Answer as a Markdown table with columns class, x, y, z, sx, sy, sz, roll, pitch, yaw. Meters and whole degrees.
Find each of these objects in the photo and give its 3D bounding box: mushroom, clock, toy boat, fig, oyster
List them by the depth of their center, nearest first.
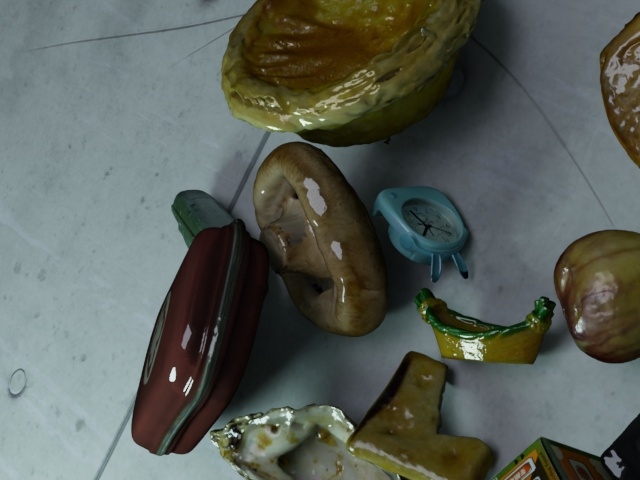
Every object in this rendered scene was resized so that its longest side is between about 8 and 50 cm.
| class | x | y | z | sx | sy | sz | roll | pitch | yaw |
| --- | --- | --- | --- | --- | --- | --- | --- | --- | --- |
| fig | 0.367 | 0.040 | 1.795 | 0.231 | 0.143 | 0.160 | -38 | 33 | 29 |
| toy boat | 0.198 | 0.106 | 1.973 | 0.229 | 0.089 | 0.088 | 1 | 88 | 48 |
| clock | 0.139 | -0.008 | 2.072 | 0.147 | 0.108 | 0.045 | 59 | 139 | 35 |
| oyster | -0.005 | 0.302 | 2.076 | 0.341 | 0.110 | 0.166 | -2 | 65 | 41 |
| mushroom | 0.000 | 0.000 | 2.126 | 0.278 | 0.146 | 0.278 | 51 | 152 | 40 |
| toy boat | -0.146 | 0.015 | 2.360 | 0.260 | 0.078 | 0.085 | 48 | 132 | 45 |

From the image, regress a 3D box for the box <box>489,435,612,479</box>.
| class | x | y | z | sx | sy | sz | roll | pitch | yaw |
| --- | --- | --- | --- | --- | --- | --- | --- | --- | --- |
| box | 0.250 | 0.354 | 1.777 | 0.195 | 0.148 | 0.177 | -45 | 49 | 22 |

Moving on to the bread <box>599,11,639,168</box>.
| class | x | y | z | sx | sy | sz | roll | pitch | yaw |
| --- | --- | --- | --- | --- | --- | --- | --- | --- | --- |
| bread | 0.500 | -0.165 | 1.755 | 0.337 | 0.148 | 0.328 | -43 | 52 | 21 |

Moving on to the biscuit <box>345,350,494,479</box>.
| class | x | y | z | sx | sy | sz | roll | pitch | yaw |
| --- | --- | --- | --- | --- | --- | --- | --- | --- | --- |
| biscuit | 0.144 | 0.232 | 1.983 | 0.183 | 0.039 | 0.174 | 25 | 55 | 25 |

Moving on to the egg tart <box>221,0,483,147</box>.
| class | x | y | z | sx | sy | sz | roll | pitch | yaw |
| --- | --- | --- | --- | --- | --- | --- | --- | --- | --- |
| egg tart | 0.050 | -0.250 | 2.154 | 0.388 | 0.169 | 0.388 | -16 | 36 | 12 |

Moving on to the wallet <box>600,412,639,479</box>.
| class | x | y | z | sx | sy | sz | roll | pitch | yaw |
| --- | --- | --- | --- | --- | --- | --- | --- | --- | --- |
| wallet | 0.462 | 0.261 | 1.686 | 0.247 | 0.041 | 0.323 | -53 | 48 | 16 |

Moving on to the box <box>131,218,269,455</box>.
| class | x | y | z | sx | sy | sz | roll | pitch | yaw |
| --- | --- | --- | --- | --- | --- | --- | --- | --- | --- |
| box | -0.171 | 0.143 | 2.173 | 0.404 | 0.108 | 0.263 | 123 | 160 | -61 |
